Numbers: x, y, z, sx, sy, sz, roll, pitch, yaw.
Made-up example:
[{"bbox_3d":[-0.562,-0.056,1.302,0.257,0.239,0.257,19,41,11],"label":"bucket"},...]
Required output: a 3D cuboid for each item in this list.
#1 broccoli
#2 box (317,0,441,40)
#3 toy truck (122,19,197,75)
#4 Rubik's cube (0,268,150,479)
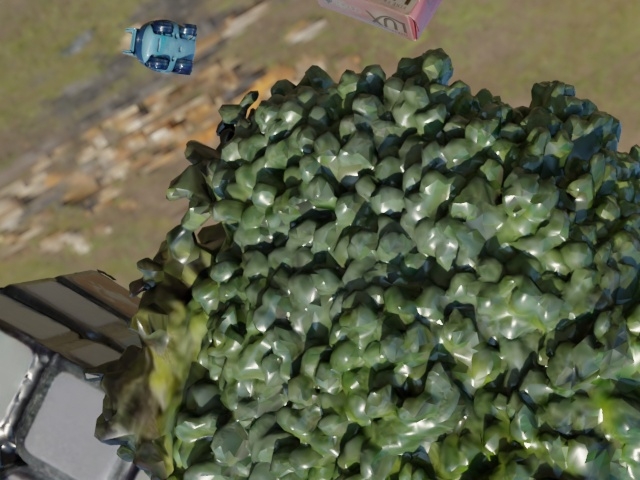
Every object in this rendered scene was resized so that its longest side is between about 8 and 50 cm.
[{"bbox_3d":[0.042,0.081,0.819,0.324,0.334,0.272,-54,147,-30],"label":"broccoli"},{"bbox_3d":[0.074,-0.313,1.881,0.111,0.156,0.060,-59,153,-17],"label":"box"},{"bbox_3d":[-0.179,-0.209,1.686,0.090,0.056,0.073,13,-173,43],"label":"toy truck"},{"bbox_3d":[-0.228,0.265,1.603,0.363,0.362,0.359,-64,173,9],"label":"Rubik's cube"}]
